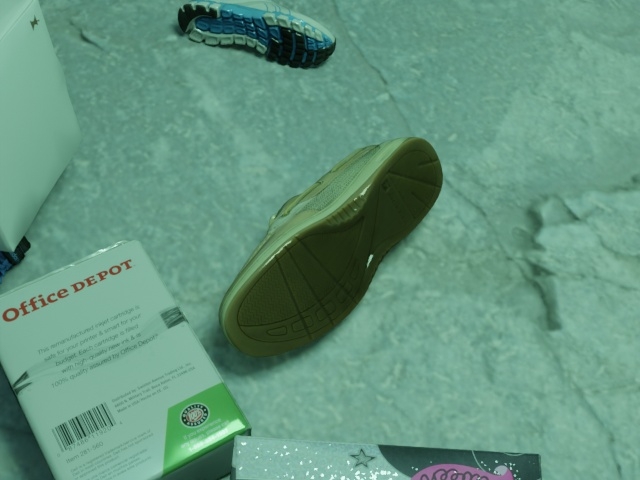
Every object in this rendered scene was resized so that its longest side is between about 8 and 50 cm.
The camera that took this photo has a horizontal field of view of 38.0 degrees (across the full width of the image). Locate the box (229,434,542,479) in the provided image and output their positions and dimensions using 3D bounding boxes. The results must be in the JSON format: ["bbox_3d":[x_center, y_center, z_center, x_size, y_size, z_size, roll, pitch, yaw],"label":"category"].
[{"bbox_3d":[0.046,0.256,0.739,0.247,0.142,0.163,5,58,-3],"label":"box"}]

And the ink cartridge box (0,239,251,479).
[{"bbox_3d":[-0.184,0.129,0.827,0.160,0.092,0.219,-25,63,-20],"label":"ink cartridge box"}]

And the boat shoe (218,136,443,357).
[{"bbox_3d":[0.000,0.000,0.934,0.098,0.109,0.302,8,46,49],"label":"boat shoe"}]

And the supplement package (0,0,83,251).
[{"bbox_3d":[-0.410,-0.123,0.877,0.293,0.177,0.175,6,47,12],"label":"supplement package"}]

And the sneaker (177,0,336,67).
[{"bbox_3d":[-0.068,-0.269,1.110,0.191,0.071,0.083,18,52,6],"label":"sneaker"}]

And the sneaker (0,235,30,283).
[{"bbox_3d":[-0.321,0.027,0.901,0.085,0.058,0.152,-26,56,-10],"label":"sneaker"}]
